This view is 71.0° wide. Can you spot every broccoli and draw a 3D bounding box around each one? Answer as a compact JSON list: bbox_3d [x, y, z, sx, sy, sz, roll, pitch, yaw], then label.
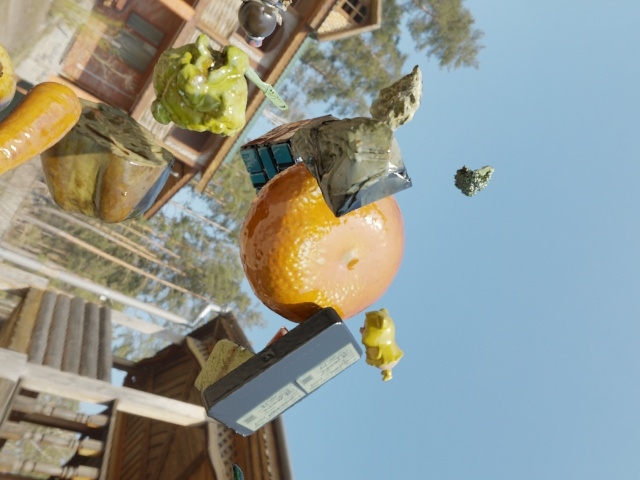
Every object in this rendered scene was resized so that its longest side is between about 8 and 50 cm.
[{"bbox_3d":[0.574,-0.233,1.631,0.118,0.204,0.122,40,-43,27],"label":"broccoli"}]

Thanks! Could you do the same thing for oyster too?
[{"bbox_3d":[0.220,-0.392,1.299,0.209,0.132,0.072,-26,-179,30],"label":"oyster"}]

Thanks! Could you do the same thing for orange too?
[{"bbox_3d":[0.000,0.000,1.129,0.423,0.424,0.326,-58,-150,5],"label":"orange"}]

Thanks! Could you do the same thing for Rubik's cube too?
[{"bbox_3d":[-0.093,-0.293,1.732,0.284,0.288,0.294,4,-149,42],"label":"Rubik's cube"}]

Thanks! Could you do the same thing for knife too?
[{"bbox_3d":[-0.199,-0.546,1.593,0.043,0.293,0.019,-37,-122,12],"label":"knife"}]

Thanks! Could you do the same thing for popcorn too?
[{"bbox_3d":[-0.315,-0.401,1.170,0.235,0.250,0.241,-105,-158,-76],"label":"popcorn"}]

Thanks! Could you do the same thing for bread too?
[{"bbox_3d":[-0.342,0.556,1.877,0.264,0.198,0.235,12,-104,44],"label":"bread"}]

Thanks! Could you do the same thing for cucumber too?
[{"bbox_3d":[-0.193,0.623,1.060,0.033,0.036,0.184,-16,-125,4],"label":"cucumber"}]

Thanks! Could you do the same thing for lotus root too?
[{"bbox_3d":[-0.537,-0.194,1.158,0.249,0.316,0.316,-62,-153,25],"label":"lotus root"}]

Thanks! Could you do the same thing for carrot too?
[{"bbox_3d":[-0.341,-0.103,0.493,0.061,0.061,0.256,-35,-150,37],"label":"carrot"}]

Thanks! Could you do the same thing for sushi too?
[{"bbox_3d":[0.029,-0.166,0.762,0.134,0.109,0.273,-24,-140,-7],"label":"sushi"}]

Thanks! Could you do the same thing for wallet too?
[{"bbox_3d":[-0.158,0.453,1.838,0.142,0.045,0.204,57,-40,18],"label":"wallet"}]

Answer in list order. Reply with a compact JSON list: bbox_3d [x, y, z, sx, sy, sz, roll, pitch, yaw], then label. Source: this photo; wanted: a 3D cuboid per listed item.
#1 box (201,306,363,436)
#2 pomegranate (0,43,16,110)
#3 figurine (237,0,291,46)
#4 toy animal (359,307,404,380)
[{"bbox_3d":[-0.077,0.305,1.024,0.350,0.211,0.058,-34,-131,-4],"label":"box"},{"bbox_3d":[-0.777,-0.363,0.970,0.215,0.215,0.215,-37,-142,35],"label":"pomegranate"},{"bbox_3d":[-0.207,-0.833,1.607,0.275,0.161,0.158,-48,-149,29],"label":"figurine"},{"bbox_3d":[0.207,0.350,1.518,0.156,0.156,0.229,-4,-84,55],"label":"toy animal"}]
